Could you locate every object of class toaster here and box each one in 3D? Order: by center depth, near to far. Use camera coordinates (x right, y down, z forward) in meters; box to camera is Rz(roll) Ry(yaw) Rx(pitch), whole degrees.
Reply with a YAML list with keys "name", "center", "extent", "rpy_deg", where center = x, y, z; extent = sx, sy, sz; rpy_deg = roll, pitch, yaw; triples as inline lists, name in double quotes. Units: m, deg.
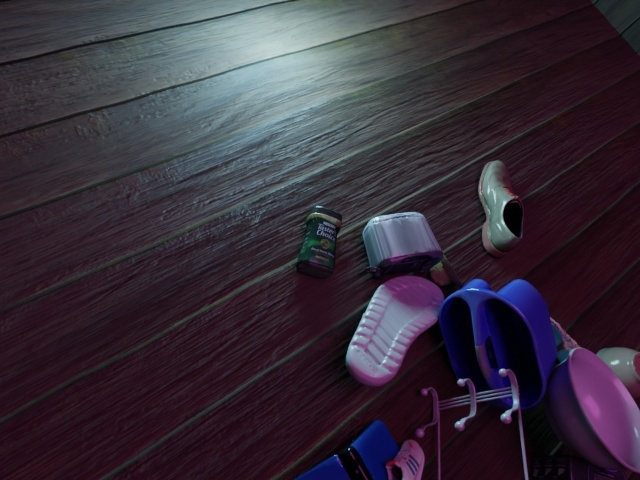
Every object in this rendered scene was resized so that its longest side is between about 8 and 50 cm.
- name: "toaster"
  center: [0.210, 0.014, 1.323]
  extent: [0.227, 0.129, 0.146]
  rpy_deg: [-8, 65, -16]

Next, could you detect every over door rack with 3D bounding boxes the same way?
- name: "over door rack"
  center: [0.339, 0.464, 1.072]
  extent: [0.108, 0.240, 0.324]
  rpy_deg: [27, 49, -36]

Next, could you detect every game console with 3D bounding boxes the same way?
- name: "game console"
  center: [0.097, 0.596, 1.062]
  extent: [0.250, 0.173, 0.293]
  rpy_deg: [-11, 68, -59]

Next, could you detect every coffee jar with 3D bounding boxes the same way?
- name: "coffee jar"
  center: [0.000, 0.000, 1.274]
  extent: [0.096, 0.079, 0.184]
  rpy_deg: [18, 61, -13]

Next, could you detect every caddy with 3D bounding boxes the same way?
- name: "caddy"
  center: [0.432, 0.255, 1.199]
  extent: [0.179, 0.241, 0.341]
  rpy_deg: [-32, 109, -42]

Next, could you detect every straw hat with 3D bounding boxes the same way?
- name: "straw hat"
  center: [0.345, 0.095, 1.370]
  extent: [0.061, 0.144, 0.144]
  rpy_deg: [-31, 77, 9]

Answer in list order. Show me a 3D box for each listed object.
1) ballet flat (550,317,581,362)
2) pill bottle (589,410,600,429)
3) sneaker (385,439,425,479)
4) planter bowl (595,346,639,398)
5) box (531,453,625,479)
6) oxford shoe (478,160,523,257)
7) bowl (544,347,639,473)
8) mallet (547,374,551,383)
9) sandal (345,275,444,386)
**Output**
- name: "ballet flat"
  center: [0.695, 0.298, 1.417]
  extent: [0.241, 0.091, 0.077]
  rpy_deg: [48, 28, 0]
- name: "pill bottle"
  center: [0.737, 0.470, 1.327]
  extent: [0.103, 0.103, 0.184]
  rpy_deg: [38, 59, -1]
- name: "sneaker"
  center: [0.182, 0.491, 1.060]
  extent: [0.075, 0.057, 0.161]
  rpy_deg: [51, 31, -14]
- name: "planter bowl"
  center: [0.916, 0.388, 1.433]
  extent: [0.162, 0.109, 0.162]
  rpy_deg: [9, 64, -18]
- name: "box"
  center: [0.616, 0.674, 1.159]
  extent: [0.165, 0.143, 0.270]
  rpy_deg: [21, 61, -9]
- name: "oxford shoe"
  center: [0.589, -0.121, 1.531]
  extent: [0.123, 0.130, 0.348]
  rpy_deg: [12, 62, -16]
- name: "bowl"
  center: [0.650, 0.424, 1.182]
  extent: [0.298, 0.134, 0.297]
  rpy_deg: [26, 42, -26]
- name: "mallet"
  center: [0.555, 0.337, 1.364]
  extent: [0.190, 0.062, 0.039]
  rpy_deg: [40, 56, 17]
- name: "sandal"
  center: [0.177, 0.219, 1.229]
  extent: [0.169, 0.102, 0.416]
  rpy_deg: [36, 41, 17]
